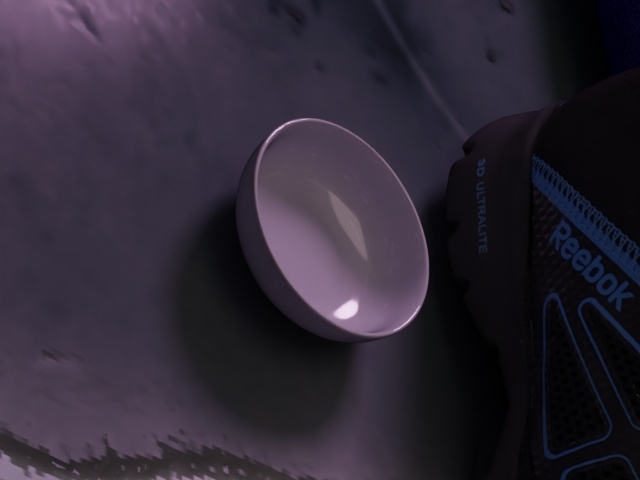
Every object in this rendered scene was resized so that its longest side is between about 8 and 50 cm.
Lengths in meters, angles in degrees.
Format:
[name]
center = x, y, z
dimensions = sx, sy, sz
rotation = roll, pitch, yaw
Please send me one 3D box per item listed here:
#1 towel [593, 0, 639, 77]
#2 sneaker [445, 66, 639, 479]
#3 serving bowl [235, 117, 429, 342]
[towel]
center = 0.208, -0.120, 0.915
dimensions = 0.228, 0.076, 0.308
rotation = 9, 61, -35
[sneaker]
center = 0.130, 0.086, 0.650
dimensions = 0.125, 0.140, 0.341
rotation = 16, 58, -43
[serving bowl]
center = 0.000, 0.000, 0.653
dimensions = 0.083, 0.027, 0.083
rotation = 25, 51, -34
